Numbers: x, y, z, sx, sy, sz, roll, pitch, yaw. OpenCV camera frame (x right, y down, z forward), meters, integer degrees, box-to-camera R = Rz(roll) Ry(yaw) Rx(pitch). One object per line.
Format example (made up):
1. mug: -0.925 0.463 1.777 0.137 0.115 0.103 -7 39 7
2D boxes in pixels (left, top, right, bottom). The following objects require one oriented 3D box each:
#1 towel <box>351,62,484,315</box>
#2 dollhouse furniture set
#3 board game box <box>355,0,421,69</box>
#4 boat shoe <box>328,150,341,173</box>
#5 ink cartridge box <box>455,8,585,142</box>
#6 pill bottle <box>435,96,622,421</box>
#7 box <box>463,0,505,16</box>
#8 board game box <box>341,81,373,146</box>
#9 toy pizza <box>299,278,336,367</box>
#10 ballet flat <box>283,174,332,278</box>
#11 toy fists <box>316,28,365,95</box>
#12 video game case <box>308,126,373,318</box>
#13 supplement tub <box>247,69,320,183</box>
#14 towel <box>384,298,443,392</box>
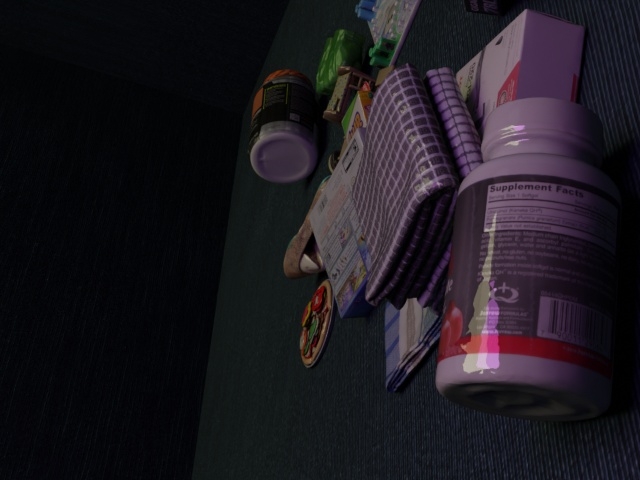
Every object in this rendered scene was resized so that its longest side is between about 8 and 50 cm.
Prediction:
1. towel: 0.125 -0.064 1.295 0.283 0.121 0.235 107 155 -47
2. dollhouse furniture set: 0.080 -0.269 1.952 0.161 0.101 0.182 -5 66 62
3. board game box: 0.182 -0.623 2.131 0.390 0.050 0.390 -96 26 -57
4. boat shoe: 0.055 -0.158 2.138 0.049 0.056 0.152 -59 30 36
5. ink cartridge box: 0.256 -0.189 1.275 0.218 0.092 0.158 138 145 -70
6. pill bottle: 0.225 0.017 0.994 0.176 0.176 0.318 136 147 -65
7. box: 0.263 -0.524 1.389 0.295 0.073 0.293 29 -105 -73
8. board game box: 0.093 -0.168 1.824 0.124 0.039 0.259 122 140 -63
9. toy pizza: -0.013 0.181 2.078 0.201 0.032 0.201 -165 90 -76
10. ballet flat: 0.000 0.000 2.087 0.106 0.107 0.316 55 140 34
11. toy fists: 0.050 -0.433 2.352 0.279 0.096 0.142 -152 79 -79
12. video game case: 0.077 -0.029 1.738 0.269 0.061 0.244 120 142 -47
13. supplement tub: -0.097 -0.325 2.621 0.316 0.193 0.193 -88 19 -44
14. towel: 0.162 0.085 1.478 0.209 0.034 0.285 -88 18 -45
